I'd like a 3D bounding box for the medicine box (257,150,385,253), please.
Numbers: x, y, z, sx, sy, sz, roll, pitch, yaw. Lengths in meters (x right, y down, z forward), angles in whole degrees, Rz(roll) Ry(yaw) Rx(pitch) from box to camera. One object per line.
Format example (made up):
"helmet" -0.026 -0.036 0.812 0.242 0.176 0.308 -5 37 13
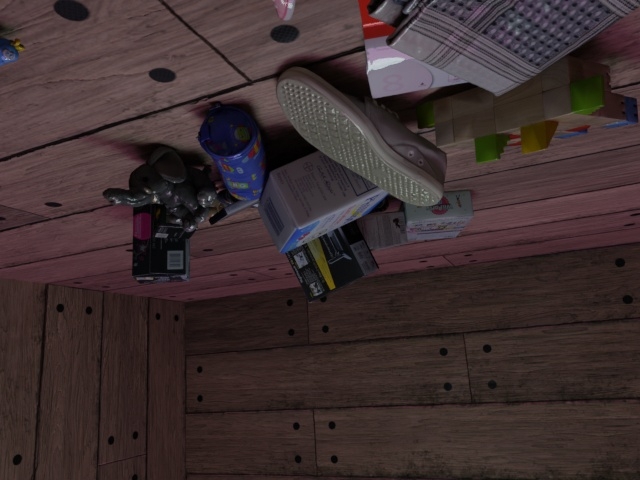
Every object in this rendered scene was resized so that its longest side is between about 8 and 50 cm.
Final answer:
"medicine box" 0.012 -0.114 1.281 0.289 0.149 0.263 -25 173 -17

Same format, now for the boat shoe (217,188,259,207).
"boat shoe" -0.217 -0.130 1.550 0.183 0.065 0.083 6 176 -40

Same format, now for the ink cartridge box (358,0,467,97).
"ink cartridge box" 0.165 -0.326 0.853 0.189 0.066 0.232 -7 170 10

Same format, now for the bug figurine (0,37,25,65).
"bug figurine" -0.590 -0.293 0.732 0.216 0.072 0.279 -11 165 27

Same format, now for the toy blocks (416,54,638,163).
"toy blocks" 0.421 -0.253 1.020 0.260 0.191 0.381 -5 180 -36

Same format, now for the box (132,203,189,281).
"box" -0.487 0.001 1.600 0.163 0.247 0.142 -1 168 -10

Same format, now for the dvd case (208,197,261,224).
"dvd case" -0.174 -0.115 1.414 0.253 0.022 0.180 -29 -175 -25

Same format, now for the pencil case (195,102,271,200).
"pencil case" -0.189 -0.188 1.175 0.133 0.120 0.306 2 167 2

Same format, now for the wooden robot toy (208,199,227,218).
"wooden robot toy" -0.339 -0.099 1.589 0.076 0.079 0.173 -7 166 14

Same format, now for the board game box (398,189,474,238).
"board game box" 0.397 -0.080 1.844 0.223 0.098 0.303 -5 168 1

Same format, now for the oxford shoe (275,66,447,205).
"oxford shoe" 0.099 -0.222 1.065 0.449 0.130 0.169 29 163 -30

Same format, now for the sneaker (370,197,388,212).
"sneaker" 0.124 -0.109 1.708 0.190 0.071 0.083 0 172 -14

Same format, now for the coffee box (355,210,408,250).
"coffee box" 0.133 -0.021 1.667 0.168 0.119 0.297 -8 -179 39

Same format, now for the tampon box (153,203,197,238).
"tampon box" -0.395 -0.097 1.405 0.101 0.161 0.120 3 164 -24

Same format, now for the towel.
"towel" 0.272 -0.335 0.713 0.324 0.056 0.312 14 154 -32

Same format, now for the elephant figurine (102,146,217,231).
"elephant figurine" -0.379 -0.138 1.240 0.239 0.169 0.186 29 -176 -33

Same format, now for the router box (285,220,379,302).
"router box" 0.000 0.000 1.521 0.243 0.309 0.081 -30 174 41

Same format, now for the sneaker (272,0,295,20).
"sneaker" -0.064 -0.352 0.688 0.070 0.051 0.134 0 163 -11

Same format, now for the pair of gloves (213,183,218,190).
"pair of gloves" -0.339 -0.137 1.503 0.074 0.010 0.083 11 133 -20
